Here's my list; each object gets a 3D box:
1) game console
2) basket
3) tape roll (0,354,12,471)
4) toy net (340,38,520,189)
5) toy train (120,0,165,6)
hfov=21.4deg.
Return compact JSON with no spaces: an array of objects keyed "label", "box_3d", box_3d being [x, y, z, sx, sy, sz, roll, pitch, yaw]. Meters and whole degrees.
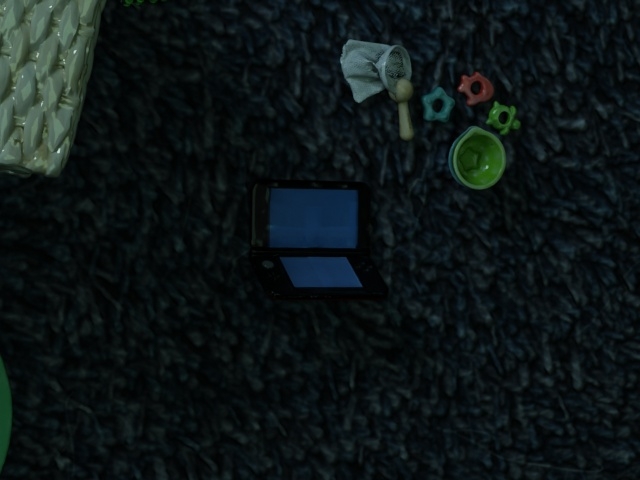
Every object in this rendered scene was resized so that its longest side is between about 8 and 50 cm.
[{"label":"game console","box_3d":[0.000,0.000,1.866,0.144,0.124,0.085,0,122,-20]},{"label":"basket","box_3d":[-0.373,-0.245,1.603,0.328,0.266,0.331,13,89,-21]},{"label":"tape roll","box_3d":[-0.469,0.176,1.672,0.321,0.077,0.321,-5,101,-26]},{"label":"toy net","box_3d":[0.128,-0.163,1.917,0.232,0.045,0.122,38,82,-20]},{"label":"toy train","box_3d":[-0.175,-0.266,1.807,0.083,0.017,0.024,-12,89,-19]}]
